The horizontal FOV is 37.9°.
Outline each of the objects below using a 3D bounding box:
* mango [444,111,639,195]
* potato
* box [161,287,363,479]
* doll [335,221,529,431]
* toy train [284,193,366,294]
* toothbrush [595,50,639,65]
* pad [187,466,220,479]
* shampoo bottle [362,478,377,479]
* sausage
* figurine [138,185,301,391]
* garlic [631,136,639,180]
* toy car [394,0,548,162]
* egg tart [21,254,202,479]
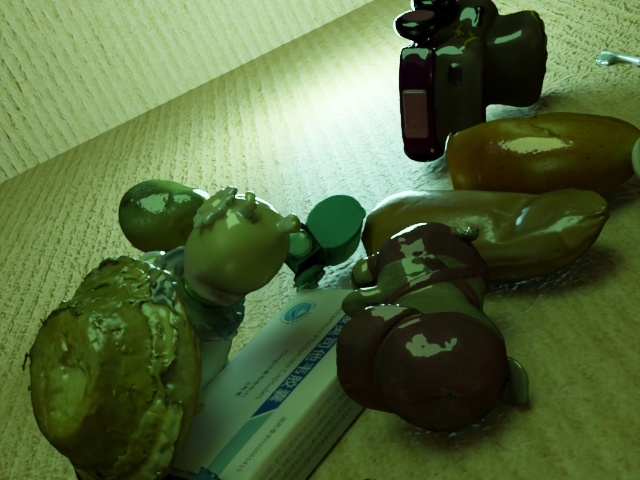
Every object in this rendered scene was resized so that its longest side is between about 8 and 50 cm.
[{"bbox_3d":[0.316,-0.106,1.281,0.257,0.138,0.187,-3,5,44],"label":"mango"},{"bbox_3d":[-0.287,-0.050,1.801,0.194,0.157,0.157,-10,28,31],"label":"potato"},{"bbox_3d":[-0.041,0.183,1.137,0.200,0.065,0.343,-1,34,45],"label":"box"},{"bbox_3d":[0.117,0.101,1.033,0.196,0.152,0.256,-12,36,10],"label":"doll"},{"bbox_3d":[0.000,0.000,1.355,0.159,0.101,0.248,-35,-7,-5],"label":"toy train"},{"bbox_3d":[0.561,-0.301,1.584,0.025,0.020,0.286,-39,24,-7],"label":"toothbrush"},{"bbox_3d":[-0.153,0.362,0.866,0.269,0.012,0.269,-44,30,-9],"label":"pad"},{"bbox_3d":[0.103,0.262,0.817,0.207,0.063,0.057,6,51,52],"label":"shampoo bottle"},{"bbox_3d":[0.213,-0.007,1.209,0.354,0.116,0.134,2,32,45],"label":"sausage"},{"bbox_3d":[-0.155,0.087,1.169,0.394,0.226,0.275,-45,29,38],"label":"figurine"},{"bbox_3d":[0.503,-0.102,1.101,0.199,0.199,0.226,-35,57,-18],"label":"garlic"},{"bbox_3d":[0.265,-0.288,1.627,0.240,0.271,0.341,5,36,17],"label":"toy car"},{"bbox_3d":[-0.253,0.155,1.073,0.294,0.295,0.116,-4,-11,44],"label":"egg tart"}]
